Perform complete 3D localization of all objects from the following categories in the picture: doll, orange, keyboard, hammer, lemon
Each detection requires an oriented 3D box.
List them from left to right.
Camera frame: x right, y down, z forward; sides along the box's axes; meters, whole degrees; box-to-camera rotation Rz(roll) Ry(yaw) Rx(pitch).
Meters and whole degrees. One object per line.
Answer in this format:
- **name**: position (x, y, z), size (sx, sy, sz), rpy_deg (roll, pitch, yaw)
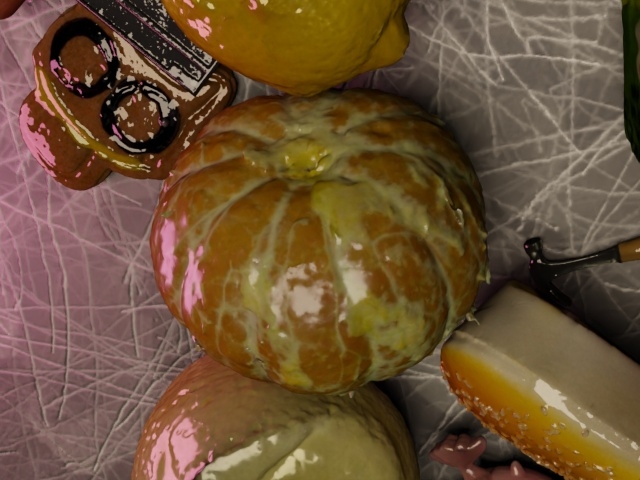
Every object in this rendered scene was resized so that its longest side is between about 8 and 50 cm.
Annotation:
- **keyboard**: position (-0.189, -0.234, 1.406), size (0.202, 0.011, 0.067), rpy_deg (39, 103, 4)
- **lemon**: position (-0.035, -0.260, 1.274), size (0.288, 0.233, 0.233), rpy_deg (40, 114, 7)
- **orange**: position (0.000, 0.000, 1.313), size (0.329, 0.329, 0.249), rpy_deg (0, 131, 15)
- **doll**: position (0.212, 0.317, 1.481), size (0.211, 0.093, 0.262), rpy_deg (-25, 103, 28)
- **hammer**: position (0.312, 0.015, 1.387), size (0.201, 0.021, 0.078), rpy_deg (-14, 104, 20)

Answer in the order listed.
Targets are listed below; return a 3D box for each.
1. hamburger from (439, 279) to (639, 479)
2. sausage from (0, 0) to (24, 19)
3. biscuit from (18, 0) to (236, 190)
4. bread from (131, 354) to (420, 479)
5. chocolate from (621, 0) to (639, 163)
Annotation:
- **hamburger**: position (0.258, 0.165, 1.349), size (0.295, 0.227, 0.151), rpy_deg (38, 91, 2)
- **sausage**: position (-0.292, -0.348, 1.380), size (0.113, 0.113, 0.259), rpy_deg (40, 115, -1)
- **biscuit**: position (-0.206, -0.166, 1.457), size (0.290, 0.041, 0.208), rpy_deg (-41, 95, 24)
- **bread**: position (-0.053, 0.263, 1.468), size (0.321, 0.237, 0.320), rpy_deg (2, 120, 3)
- **chocolate**: position (0.340, -0.190, 1.166), size (0.137, 0.301, 0.288), rpy_deg (-6, 108, 4)
